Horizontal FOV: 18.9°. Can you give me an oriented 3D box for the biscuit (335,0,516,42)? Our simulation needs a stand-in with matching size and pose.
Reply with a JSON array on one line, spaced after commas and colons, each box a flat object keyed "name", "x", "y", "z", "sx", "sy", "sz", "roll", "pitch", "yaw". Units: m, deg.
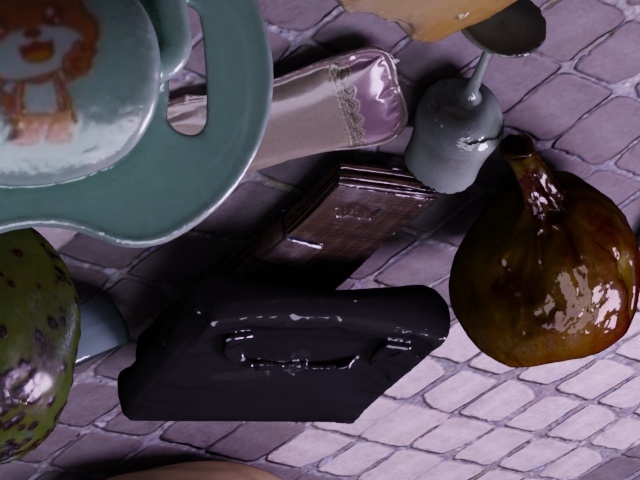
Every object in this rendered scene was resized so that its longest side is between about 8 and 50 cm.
[{"name": "biscuit", "x": 0.117, "y": -0.296, "z": 1.316, "sx": 0.446, "sy": 0.104, "sz": 0.429, "roll": -27, "pitch": 149, "yaw": 16}]

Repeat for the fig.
[{"name": "fig", "x": 0.209, "y": 0.016, "z": 1.753, "sx": 0.191, "sy": 0.190, "sz": 0.290, "roll": -16, "pitch": 168, "yaw": -2}]

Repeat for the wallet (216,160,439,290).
[{"name": "wallet", "x": 0.000, "y": 0.000, "z": 1.791, "sx": 0.124, "sy": 0.042, "sz": 0.230, "roll": 7, "pitch": 148, "yaw": -37}]

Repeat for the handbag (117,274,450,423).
[{"name": "handbag", "x": -0.038, "y": 0.102, "z": 1.839, "sx": 0.275, "sy": 0.088, "sz": 0.244, "roll": 6, "pitch": 152, "yaw": -25}]

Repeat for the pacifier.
[{"name": "pacifier", "x": -0.214, "y": -0.127, "z": 1.353, "sx": 0.343, "sy": 0.288, "sz": 0.269, "roll": -1, "pitch": -178, "yaw": -14}]

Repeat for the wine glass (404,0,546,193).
[{"name": "wine glass", "x": 0.127, "y": -0.122, "z": 1.626, "sx": 0.079, "sy": 0.079, "sz": 0.195, "roll": -6, "pitch": 148, "yaw": -19}]

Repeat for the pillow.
[{"name": "pillow", "x": -0.041, "y": -0.099, "z": 1.618, "sx": 0.233, "sy": 0.038, "sz": 0.130, "roll": -15, "pitch": 147, "yaw": 0}]

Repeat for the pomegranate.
[{"name": "pomegranate", "x": -0.323, "y": 0.087, "z": 1.583, "sx": 0.254, "sy": 0.254, "sz": 0.270, "roll": -8, "pitch": 154, "yaw": -16}]

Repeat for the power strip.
[{"name": "power strip", "x": -0.306, "y": 0.129, "z": 1.781, "sx": 0.253, "sy": 0.054, "sz": 0.167, "roll": -26, "pitch": 176, "yaw": 13}]

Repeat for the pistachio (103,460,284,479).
[{"name": "pistachio", "x": -0.143, "y": 0.350, "z": 2.133, "sx": 0.309, "sy": 0.230, "sz": 0.230, "roll": -1, "pitch": 146, "yaw": -19}]

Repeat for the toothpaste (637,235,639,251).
[{"name": "toothpaste", "x": 0.361, "y": -0.032, "z": 1.936, "sx": 0.062, "sy": 0.037, "sz": 0.216, "roll": -10, "pitch": 154, "yaw": -14}]
